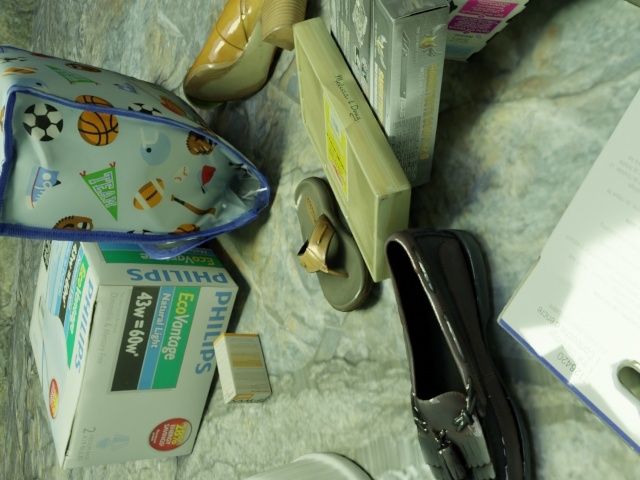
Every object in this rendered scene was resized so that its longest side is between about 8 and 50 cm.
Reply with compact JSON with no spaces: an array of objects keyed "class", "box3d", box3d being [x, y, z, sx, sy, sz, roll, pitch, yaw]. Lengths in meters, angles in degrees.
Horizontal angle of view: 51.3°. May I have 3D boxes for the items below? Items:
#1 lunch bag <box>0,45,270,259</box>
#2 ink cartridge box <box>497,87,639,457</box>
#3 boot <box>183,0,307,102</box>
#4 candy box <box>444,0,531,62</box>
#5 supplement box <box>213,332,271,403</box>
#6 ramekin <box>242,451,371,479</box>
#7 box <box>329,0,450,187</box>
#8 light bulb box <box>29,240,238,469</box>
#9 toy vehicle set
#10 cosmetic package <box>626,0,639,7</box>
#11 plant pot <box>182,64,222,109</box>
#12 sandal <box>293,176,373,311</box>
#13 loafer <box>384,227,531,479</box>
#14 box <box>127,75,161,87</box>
[{"class":"lunch bag","box3d":[-0.306,-0.133,1.026,0.328,0.386,0.238,41,121,49]},{"class":"ink cartridge box","box3d":[0.300,0.021,0.429,0.303,0.072,0.307,49,125,45]},{"class":"boot","box3d":[-0.116,-0.361,1.062,0.295,0.104,0.211,-21,62,46]},{"class":"candy box","box3d":[0.148,-0.281,0.608,0.233,0.071,0.159,144,129,-79]},{"class":"supplement box","box3d":[-0.116,0.188,0.983,0.036,0.062,0.098,-46,49,40]},{"class":"ramekin","box3d":[-0.031,0.390,0.773,0.273,0.127,0.272,-14,72,53]},{"class":"box","box3d":[0.064,-0.192,0.704,0.231,0.056,0.183,84,165,-52]},{"class":"light bulb box","box3d":[-0.347,0.132,1.167,0.361,0.225,0.357,45,124,49]},{"class":"toy vehicle set","box3d":[0.031,-0.104,0.764,0.166,0.035,0.266,85,165,-58]},{"class":"cosmetic package","box3d":[0.239,-0.235,0.561,0.041,0.060,0.115,-63,38,28]},{"class":"plant pot","box3d":[-0.208,-0.285,1.192,0.083,0.083,0.079,-68,26,20]},{"class":"sandal","box3d":[0.000,0.000,0.854,0.090,0.060,0.219,-51,46,37]},{"class":"loafer","box3d":[0.116,0.131,0.638,0.109,0.095,0.302,-30,61,49]},{"class":"box","box3d":[-0.416,-0.210,1.421,0.128,0.123,0.256,46,121,47]}]
